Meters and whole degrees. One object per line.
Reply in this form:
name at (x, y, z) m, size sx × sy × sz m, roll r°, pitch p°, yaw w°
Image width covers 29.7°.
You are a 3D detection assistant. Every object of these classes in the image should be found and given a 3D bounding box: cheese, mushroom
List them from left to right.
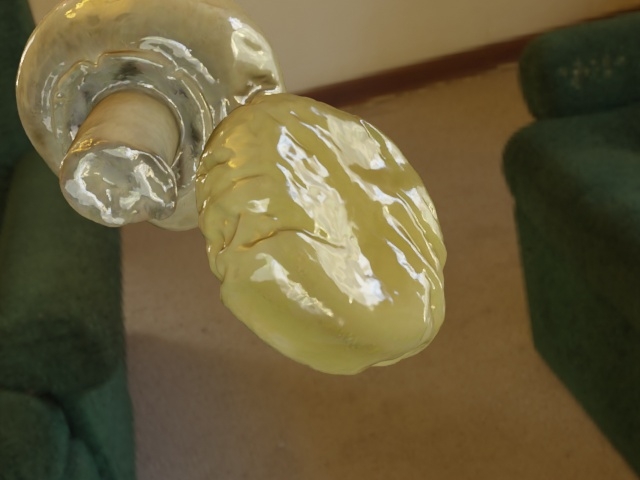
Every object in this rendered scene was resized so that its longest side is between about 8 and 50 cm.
mushroom at (-0.194, -0.136, 1.329) m, size 0.315 × 0.314 × 0.336 m, roll -9°, pitch 24°, yaw 6°
cheese at (0.000, 0.000, 0.942) m, size 0.117 × 0.226 × 0.214 m, roll -37°, pitch 47°, yaw 35°
